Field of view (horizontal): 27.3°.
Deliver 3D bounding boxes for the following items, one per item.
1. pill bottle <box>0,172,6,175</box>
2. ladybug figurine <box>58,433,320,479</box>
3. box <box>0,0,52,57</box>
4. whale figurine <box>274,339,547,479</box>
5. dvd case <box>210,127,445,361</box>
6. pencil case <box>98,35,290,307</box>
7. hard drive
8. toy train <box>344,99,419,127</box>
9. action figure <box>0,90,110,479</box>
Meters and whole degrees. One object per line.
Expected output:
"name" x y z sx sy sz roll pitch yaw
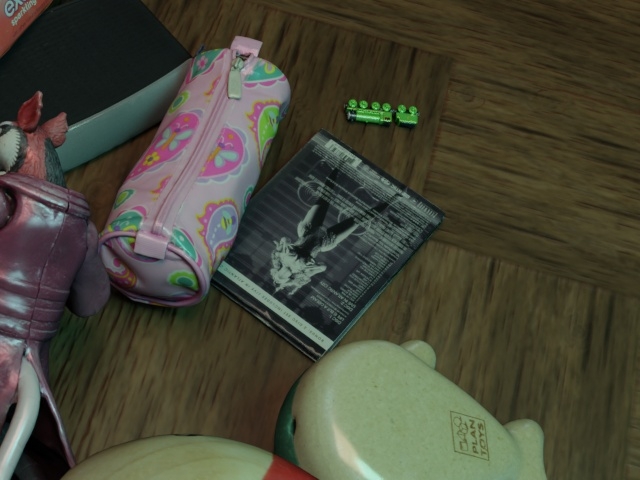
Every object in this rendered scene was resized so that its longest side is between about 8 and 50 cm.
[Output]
"pill bottle" -0.375 -0.031 1.227 0.221 0.121 0.121 -5 59 -12
"ladybug figurine" -0.007 0.312 0.962 0.449 0.162 0.305 45 29 -8
"box" -0.375 -0.279 1.323 0.142 0.154 0.300 10 48 22
"whale figurine" 0.081 0.196 1.177 0.272 0.141 0.216 15 54 -30
"dvd case" 0.000 0.000 1.333 0.164 0.018 0.221 35 59 13
"pencil case" -0.119 -0.070 1.288 0.124 0.124 0.284 20 54 3
"hard drive" -0.263 -0.167 1.371 0.254 0.054 0.172 -31 68 -25
"toy train" 0.066 -0.137 1.431 0.083 0.017 0.024 5 68 -6
"action figure" -0.269 0.057 1.072 0.248 0.275 0.370 16 88 -41
